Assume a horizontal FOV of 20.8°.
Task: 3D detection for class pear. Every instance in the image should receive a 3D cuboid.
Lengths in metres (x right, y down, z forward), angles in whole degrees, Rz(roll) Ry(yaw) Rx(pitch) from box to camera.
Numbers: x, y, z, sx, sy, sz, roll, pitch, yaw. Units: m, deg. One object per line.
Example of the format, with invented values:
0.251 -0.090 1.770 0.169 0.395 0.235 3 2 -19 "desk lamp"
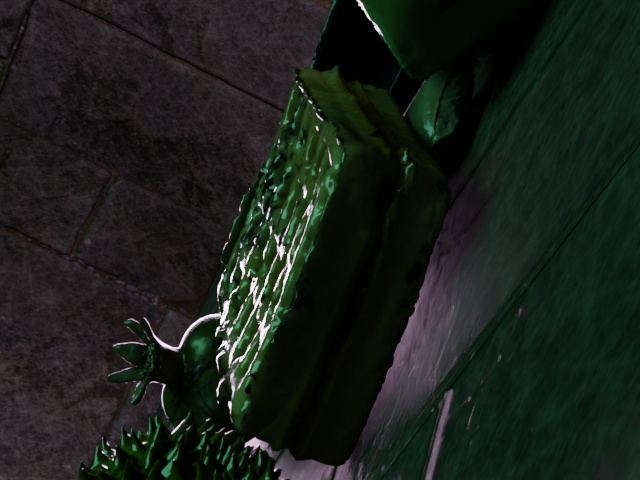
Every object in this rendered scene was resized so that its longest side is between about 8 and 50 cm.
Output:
0.062 -0.311 1.547 0.176 0.282 0.286 -38 19 7 "pear"

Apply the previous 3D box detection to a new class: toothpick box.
0.150 -0.213 1.663 0.052 0.052 0.083 -61 8 26 "toothpick box"

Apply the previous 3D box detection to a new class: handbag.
0.039 -0.136 1.873 0.303 0.122 0.329 89 -157 -81 "handbag"

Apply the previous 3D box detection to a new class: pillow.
0.096 -0.094 1.622 0.208 0.053 0.119 122 172 -62 "pillow"

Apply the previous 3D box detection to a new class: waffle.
-0.001 0.000 1.491 0.376 0.114 0.261 -106 34 -72 "waffle"

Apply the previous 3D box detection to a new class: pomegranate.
-0.131 0.145 1.925 0.152 0.191 0.131 -65 22 4 "pomegranate"

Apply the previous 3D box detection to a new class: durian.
-0.105 0.244 1.320 0.355 0.158 0.169 -76 -20 -64 "durian"
